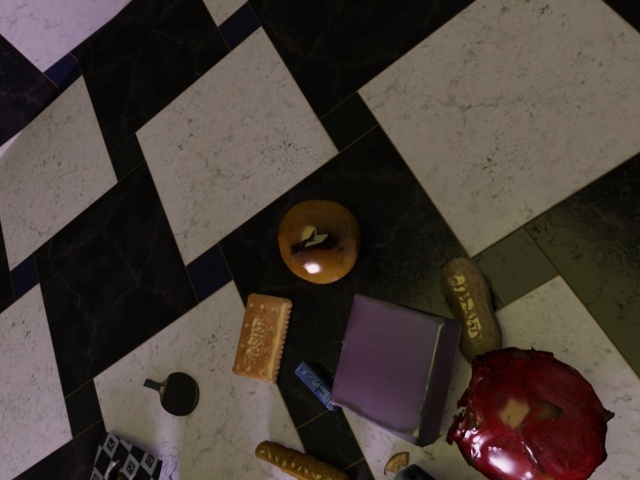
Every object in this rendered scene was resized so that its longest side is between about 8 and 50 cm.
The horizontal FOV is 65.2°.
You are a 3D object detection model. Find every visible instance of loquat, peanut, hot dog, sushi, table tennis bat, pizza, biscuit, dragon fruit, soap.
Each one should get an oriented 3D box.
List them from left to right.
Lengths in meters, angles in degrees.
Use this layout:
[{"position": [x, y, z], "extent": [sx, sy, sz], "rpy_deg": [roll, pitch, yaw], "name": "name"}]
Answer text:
[{"position": [-0.594, 0.792, 1.539], "extent": [0.320, 0.069, 0.339], "rpy_deg": [3, 77, 36], "name": "sushi"}, {"position": [-0.475, 0.478, 1.588], "extent": [0.220, 0.019, 0.130], "rpy_deg": [9, 78, 27], "name": "table tennis bat"}, {"position": [-0.175, 0.286, 1.487], "extent": [0.160, 0.030, 0.249], "rpy_deg": [6, 78, 28], "name": "biscuit"}, {"position": [-0.043, 0.592, 1.312], "extent": [0.289, 0.083, 0.068], "rpy_deg": [13, 63, 28], "name": "hot dog"}, {"position": [0.000, 0.000, 1.371], "extent": [0.235, 0.235, 0.235], "rpy_deg": [-7, 72, 24], "name": "loquat"}, {"position": [0.175, 0.298, 1.210], "extent": [0.285, 0.107, 0.296], "rpy_deg": [13, 90, 47], "name": "soap"}, {"position": [0.188, 0.552, 1.241], "extent": [0.083, 0.016, 0.037], "rpy_deg": [-43, 60, 5], "name": "pizza"}, {"position": [0.361, 0.177, 1.204], "extent": [0.111, 0.125, 0.274], "rpy_deg": [-11, 77, 1], "name": "peanut"}, {"position": [0.417, 0.368, 1.031], "extent": [0.302, 0.295, 0.295], "rpy_deg": [20, 84, -4], "name": "dragon fruit"}]

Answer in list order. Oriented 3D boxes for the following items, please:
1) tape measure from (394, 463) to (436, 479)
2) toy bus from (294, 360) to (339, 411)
[{"position": [0.248, 0.609, 1.067], "extent": [0.259, 0.262, 0.138], "rpy_deg": [29, 80, 29], "name": "tape measure"}, {"position": [-0.005, 0.393, 1.356], "extent": [0.153, 0.061, 0.051], "rpy_deg": [40, 90, 31], "name": "toy bus"}]
